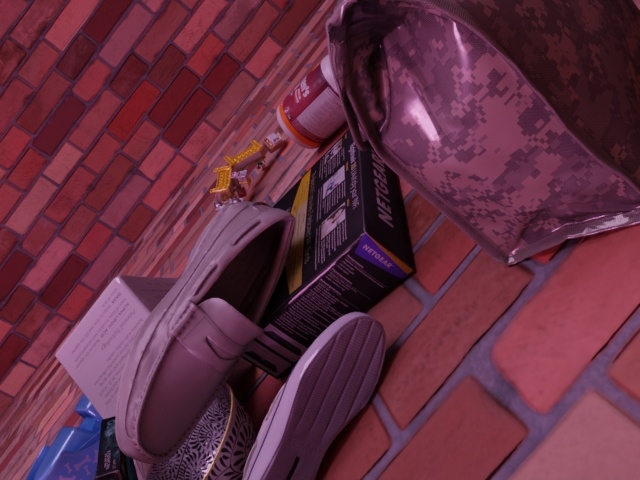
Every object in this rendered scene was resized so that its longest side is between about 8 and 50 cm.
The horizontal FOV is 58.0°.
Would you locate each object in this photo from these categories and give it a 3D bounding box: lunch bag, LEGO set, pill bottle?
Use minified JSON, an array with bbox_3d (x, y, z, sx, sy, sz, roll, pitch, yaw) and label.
[{"bbox_3d":[0.135,-0.158,0.481,0.169,0.287,0.235,-27,34,49],"label":"lunch bag"},{"bbox_3d":[-0.181,-0.150,1.439,0.132,0.107,0.287,4,47,24],"label":"LEGO set"},{"bbox_3d":[0.023,-0.293,1.154,0.221,0.121,0.121,-38,25,34],"label":"pill bottle"}]

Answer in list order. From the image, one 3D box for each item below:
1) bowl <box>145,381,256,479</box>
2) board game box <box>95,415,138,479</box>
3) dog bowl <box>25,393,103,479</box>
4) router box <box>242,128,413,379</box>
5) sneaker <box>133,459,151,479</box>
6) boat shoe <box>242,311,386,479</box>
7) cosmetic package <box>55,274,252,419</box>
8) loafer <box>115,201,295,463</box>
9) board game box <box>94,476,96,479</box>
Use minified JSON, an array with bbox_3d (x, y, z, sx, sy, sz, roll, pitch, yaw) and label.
[{"bbox_3d":[-0.121,0.254,0.654,0.170,0.080,0.170,-43,24,24],"label":"bowl"},{"bbox_3d":[-0.220,0.313,0.662,0.026,0.186,0.126,-13,14,-16],"label":"board game box"},{"bbox_3d":[-0.398,0.322,0.998,0.166,0.074,0.297,-23,35,53],"label":"dog bowl"},{"bbox_3d":[0.000,0.000,0.797,0.243,0.081,0.309,-43,23,26],"label":"router box"},{"bbox_3d":[-0.270,0.306,0.855,0.054,0.061,0.152,-29,50,49],"label":"sneaker"},{"bbox_3d":[-0.019,0.167,0.572,0.226,0.083,0.076,-57,22,-9],"label":"boat shoe"},{"bbox_3d":[-0.225,0.164,0.802,0.151,0.184,0.151,-50,-18,10],"label":"cosmetic package"},{"bbox_3d":[-0.123,0.093,0.650,0.111,0.112,0.319,1,62,43],"label":"loafer"},{"bbox_3d":[-0.338,0.367,0.972,0.160,0.047,0.210,-44,22,22],"label":"board game box"}]
